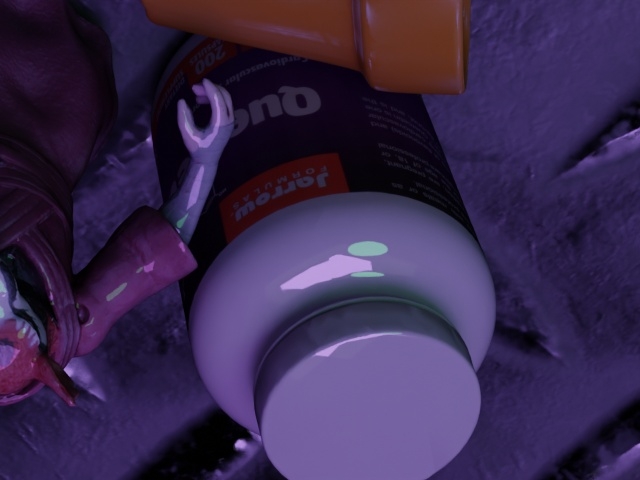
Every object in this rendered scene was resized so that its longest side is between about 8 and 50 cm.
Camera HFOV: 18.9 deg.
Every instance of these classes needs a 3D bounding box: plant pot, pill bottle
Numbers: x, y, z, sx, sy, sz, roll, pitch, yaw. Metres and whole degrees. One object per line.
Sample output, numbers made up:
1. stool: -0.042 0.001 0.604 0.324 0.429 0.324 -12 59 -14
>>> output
1. plant pot: -0.007 -0.189 1.124 0.188 0.205 0.205 1 128 6
2. pill bottle: 0.000 0.000 1.175 0.182 0.323 0.181 -6 128 -8

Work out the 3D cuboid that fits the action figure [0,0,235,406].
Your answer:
1. action figure: -0.205 -0.015 1.083 0.248 0.370 0.275 14 127 -23
